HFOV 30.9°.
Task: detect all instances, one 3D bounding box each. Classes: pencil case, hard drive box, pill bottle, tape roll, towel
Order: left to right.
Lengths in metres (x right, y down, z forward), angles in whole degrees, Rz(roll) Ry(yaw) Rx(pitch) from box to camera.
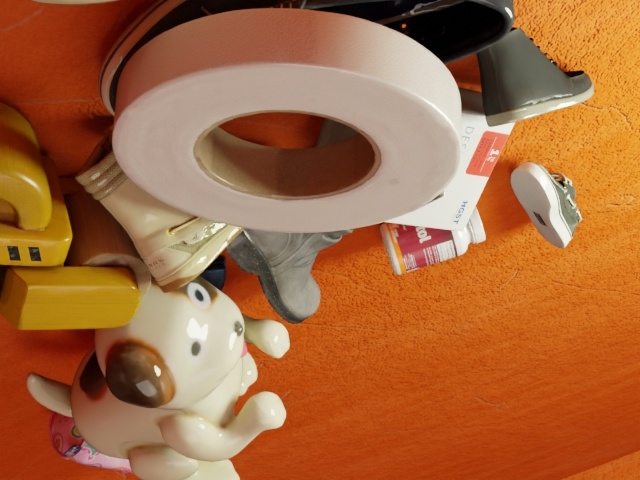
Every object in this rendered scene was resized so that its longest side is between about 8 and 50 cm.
[{"bbox_3d":[-0.356,0.360,2.111,0.124,0.124,0.284,-34,143,26],"label":"pencil case"},{"bbox_3d":[-0.185,0.068,1.814,0.067,0.029,0.119,-3,148,-15],"label":"towel"},{"bbox_3d":[-0.034,-0.119,1.286,0.392,0.072,0.392,1,156,0],"label":"tape roll"},{"bbox_3d":[0.116,-0.119,1.543,0.232,0.089,0.181,5,119,-33],"label":"hard drive box"},{"bbox_3d":[0.175,-0.008,1.809,0.152,0.086,0.086,-18,149,2],"label":"pill bottle"}]

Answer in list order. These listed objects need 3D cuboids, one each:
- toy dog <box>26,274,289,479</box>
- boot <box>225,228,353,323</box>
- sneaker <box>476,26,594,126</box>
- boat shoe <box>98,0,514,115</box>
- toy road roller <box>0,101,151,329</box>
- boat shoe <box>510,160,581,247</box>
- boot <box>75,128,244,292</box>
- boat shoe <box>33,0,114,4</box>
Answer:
[{"bbox_3d":[-0.233,0.178,1.739,0.395,0.284,0.408,19,149,-2],"label":"toy dog"},{"bbox_3d":[0.000,0.000,1.721,0.223,0.118,0.338,-26,152,6],"label":"boot"},{"bbox_3d":[0.286,-0.228,1.522,0.083,0.118,0.222,-7,-169,41],"label":"sneaker"},{"bbox_3d":[-0.015,-0.227,1.309,0.500,0.156,0.187,-18,151,5],"label":"boat shoe"},{"bbox_3d":[-0.360,-0.036,1.414,0.330,0.202,0.240,3,133,-28],"label":"toy road roller"},{"bbox_3d":[0.359,-0.071,1.818,0.070,0.078,0.219,-51,145,-10],"label":"boat shoe"},{"bbox_3d":[-0.178,-0.086,1.487,0.095,0.262,0.203,-19,114,49],"label":"boot"},{"bbox_3d":[-0.174,-0.317,1.153,0.285,0.104,0.089,-21,146,-12],"label":"boat shoe"}]
